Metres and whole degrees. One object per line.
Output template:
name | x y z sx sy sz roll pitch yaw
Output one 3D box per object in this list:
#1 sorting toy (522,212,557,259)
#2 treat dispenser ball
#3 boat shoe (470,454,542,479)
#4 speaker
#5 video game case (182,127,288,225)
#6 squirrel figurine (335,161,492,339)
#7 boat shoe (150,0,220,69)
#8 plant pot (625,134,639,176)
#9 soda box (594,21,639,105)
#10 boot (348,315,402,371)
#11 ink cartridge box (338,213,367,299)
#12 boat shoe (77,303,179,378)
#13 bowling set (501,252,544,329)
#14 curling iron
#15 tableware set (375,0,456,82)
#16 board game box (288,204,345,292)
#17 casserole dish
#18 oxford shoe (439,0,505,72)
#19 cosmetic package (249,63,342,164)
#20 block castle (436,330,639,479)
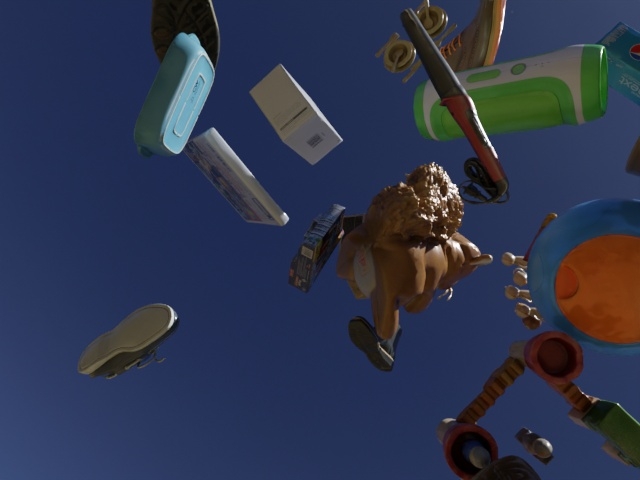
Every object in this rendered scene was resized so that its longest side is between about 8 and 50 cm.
sorting toy | 0.684 0.011 1.127 0.365 0.127 0.126 7 -97 -13
treat dispenser ball | 0.540 0.066 0.829 0.288 0.288 0.288 10 -61 19
boat shoe | 0.176 0.414 0.574 0.123 0.342 0.123 49 -40 11
speaker | 0.321 -0.248 0.780 0.296 0.131 0.131 2 -63 38
video game case | -0.161 -0.109 0.820 0.201 0.023 0.183 50 -19 -23
squirrel figurine | 0.278 0.010 1.174 0.370 0.281 0.397 -5 -61 -24
boat shoe | -0.246 -0.441 0.797 0.122 0.120 0.324 -3 -38 -9
plant pot | 0.688 -0.187 0.732 0.229 0.263 0.263 34 -54 29
soda box | 0.587 -0.291 0.796 0.067 0.071 0.210 -41 -112 -2
boot | 0.151 0.237 1.199 0.076 0.137 0.198 -5 -51 36
ink cartridge box | 0.135 0.057 1.506 0.088 0.193 0.235 -7 -39 19
boat shoe | -0.368 0.209 0.887 0.254 0.095 0.079 -33 -46 15
bowling set | 0.616 0.180 1.322 0.154 0.287 0.200 13 -68 -3
curling iron | 0.162 -0.165 0.566 0.068 0.035 0.274 -23 -86 52
tableware set | 0.239 -0.524 1.156 0.194 0.039 0.128 -45 -113 18
board game box | 0.000 0.000 1.108 0.060 0.194 0.194 27 -38 12
casserole dish | -0.200 -0.198 0.635 0.037 0.114 0.188 23 -92 1
oxford shoe | 0.359 -0.461 1.118 0.132 0.130 0.364 15 -27 8
cosmetic package | -0.075 -0.393 1.426 0.138 0.224 0.225 -37 -112 13
block castle | 0.438 0.403 0.731 0.303 0.213 0.453 -44 -100 -6
